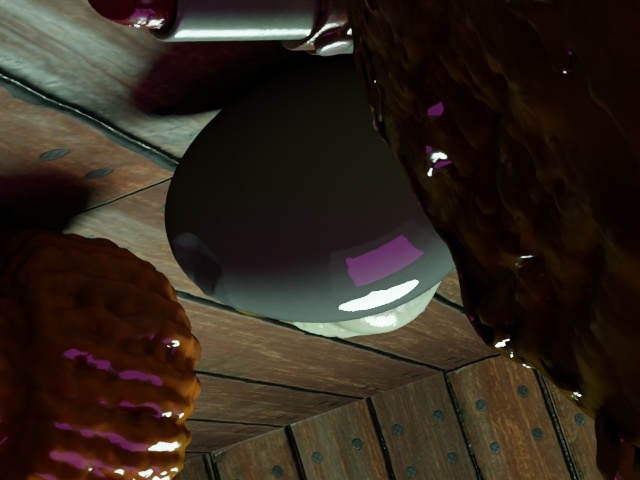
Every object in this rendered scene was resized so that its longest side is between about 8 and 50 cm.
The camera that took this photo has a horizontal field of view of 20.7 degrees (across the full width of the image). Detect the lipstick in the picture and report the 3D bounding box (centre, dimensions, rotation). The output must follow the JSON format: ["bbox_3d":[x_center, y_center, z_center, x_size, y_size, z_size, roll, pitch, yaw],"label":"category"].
[{"bbox_3d":[-0.043,-0.129,0.962,0.186,0.057,0.063,-6,164,-35],"label":"lipstick"}]

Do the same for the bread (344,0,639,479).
[{"bbox_3d":[0.154,-0.069,0.801,0.204,0.358,0.337,-25,-175,-10],"label":"bread"}]

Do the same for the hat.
[{"bbox_3d":[-0.297,0.128,1.292,0.400,0.285,0.285,-1,160,-46],"label":"hat"}]

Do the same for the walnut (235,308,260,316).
[{"bbox_3d":[0.000,0.000,1.506,0.207,0.116,0.116,-19,169,1],"label":"walnut"}]

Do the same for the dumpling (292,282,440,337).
[{"bbox_3d":[0.040,0.014,1.678,0.155,0.181,0.111,31,176,-37],"label":"dumpling"}]

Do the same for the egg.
[{"bbox_3d":[0.001,-0.031,1.187,0.232,0.176,0.176,-13,171,20],"label":"egg"}]
